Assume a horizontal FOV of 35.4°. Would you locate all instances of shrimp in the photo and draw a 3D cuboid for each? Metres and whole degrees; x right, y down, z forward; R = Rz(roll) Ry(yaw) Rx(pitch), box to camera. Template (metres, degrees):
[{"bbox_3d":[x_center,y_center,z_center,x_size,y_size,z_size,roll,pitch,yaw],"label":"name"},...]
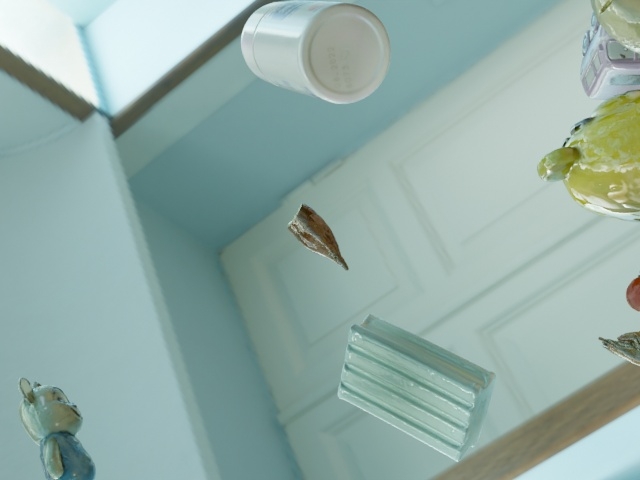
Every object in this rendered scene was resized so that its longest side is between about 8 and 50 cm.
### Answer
[{"bbox_3d":[0.547,0.182,1.770,0.108,0.059,0.023,26,-166,19],"label":"shrimp"}]

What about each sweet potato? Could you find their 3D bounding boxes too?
[{"bbox_3d":[0.000,0.000,1.427,0.117,0.049,0.049,47,-165,7],"label":"sweet potato"}]

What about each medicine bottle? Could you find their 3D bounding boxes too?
[{"bbox_3d":[-0.022,-0.274,1.426,0.130,0.130,0.341,48,175,-22],"label":"medicine bottle"}]

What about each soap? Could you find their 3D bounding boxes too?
[{"bbox_3d":[0.168,0.259,1.801,0.265,0.160,0.087,24,-151,28],"label":"soap"}]

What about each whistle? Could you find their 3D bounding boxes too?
[{"bbox_3d":[-0.335,0.283,1.321,0.236,0.077,0.114,59,179,29],"label":"whistle"}]

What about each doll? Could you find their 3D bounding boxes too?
[{"bbox_3d":[0.508,-0.116,1.208,0.423,0.348,0.161,15,-125,-38],"label":"doll"}]

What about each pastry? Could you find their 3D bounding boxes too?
[{"bbox_3d":[0.423,-0.311,1.311,0.156,0.092,0.156,8,-128,-10],"label":"pastry"}]

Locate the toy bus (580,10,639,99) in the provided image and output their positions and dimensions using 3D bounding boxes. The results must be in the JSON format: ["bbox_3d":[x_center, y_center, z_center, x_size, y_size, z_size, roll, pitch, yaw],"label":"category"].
[{"bbox_3d":[0.605,-0.377,2.001,0.202,0.141,0.142,84,-172,-72],"label":"toy bus"}]

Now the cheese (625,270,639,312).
[{"bbox_3d":[0.504,0.122,1.286,0.256,0.106,0.037,47,-177,26],"label":"cheese"}]
